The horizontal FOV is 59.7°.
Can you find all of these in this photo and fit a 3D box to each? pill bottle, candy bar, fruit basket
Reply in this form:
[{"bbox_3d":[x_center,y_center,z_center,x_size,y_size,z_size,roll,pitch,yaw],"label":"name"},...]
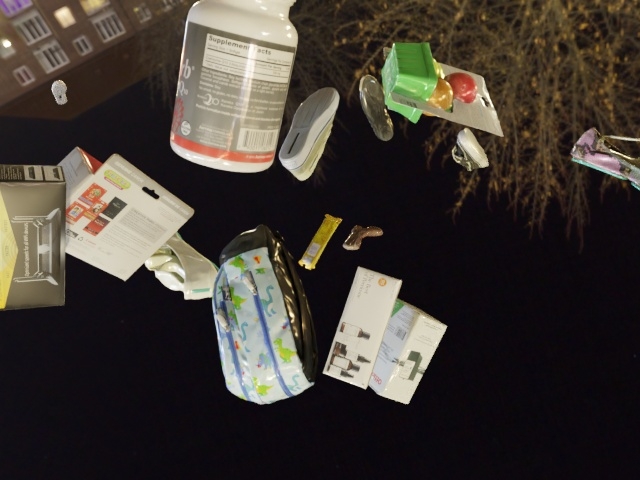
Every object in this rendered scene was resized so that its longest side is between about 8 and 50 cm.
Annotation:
[{"bbox_3d":[-0.160,-0.331,1.069,0.211,0.362,0.210,12,-160,-4],"label":"pill bottle"},{"bbox_3d":[0.000,0.000,1.244,0.040,0.018,0.161,22,-125,11],"label":"candy bar"},{"bbox_3d":[0.359,-0.447,1.683,0.354,0.165,0.326,16,-135,-18],"label":"fruit basket"}]

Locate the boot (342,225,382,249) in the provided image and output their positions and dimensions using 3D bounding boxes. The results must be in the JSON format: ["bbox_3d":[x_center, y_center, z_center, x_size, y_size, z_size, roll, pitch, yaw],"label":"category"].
[{"bbox_3d":[0.138,-0.003,1.813,0.107,0.037,0.114,4,-146,22],"label":"boot"}]

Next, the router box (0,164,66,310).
[{"bbox_3d":[-0.649,0.000,1.126,0.243,0.308,0.081,-2,-147,-30],"label":"router box"}]

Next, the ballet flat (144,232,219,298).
[{"bbox_3d":[-0.431,0.058,1.612,0.139,0.139,0.400,-40,-137,-20],"label":"ballet flat"}]

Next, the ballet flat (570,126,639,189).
[{"bbox_3d":[0.517,-0.120,0.901,0.077,0.079,0.221,-7,-142,-45],"label":"ballet flat"}]

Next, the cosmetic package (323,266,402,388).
[{"bbox_3d":[0.091,0.183,1.191,0.099,0.060,0.238,17,-93,10],"label":"cosmetic package"}]

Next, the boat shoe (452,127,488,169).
[{"bbox_3d":[0.392,-0.230,1.488,0.070,0.219,0.077,-23,-110,22],"label":"boat shoe"}]

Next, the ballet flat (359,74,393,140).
[{"bbox_3d":[0.118,-0.292,1.235,0.058,0.173,0.049,-30,-135,-3],"label":"ballet flat"}]

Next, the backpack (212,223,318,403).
[{"bbox_3d":[-0.125,0.193,1.292,0.274,0.290,0.355,-29,-111,-8],"label":"backpack"}]

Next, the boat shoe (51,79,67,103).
[{"bbox_3d":[-0.686,-0.397,1.464,0.035,0.035,0.100,-21,171,-21],"label":"boat shoe"}]

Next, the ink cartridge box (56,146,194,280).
[{"bbox_3d":[-0.522,-0.079,1.401,0.272,0.309,0.130,-43,-125,2],"label":"ink cartridge box"}]

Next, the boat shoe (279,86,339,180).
[{"bbox_3d":[-0.025,-0.303,1.570,0.109,0.094,0.302,10,-121,32],"label":"boat shoe"}]

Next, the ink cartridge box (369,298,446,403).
[{"bbox_3d":[0.187,0.258,1.330,0.208,0.087,0.153,-63,-158,2],"label":"ink cartridge box"}]
